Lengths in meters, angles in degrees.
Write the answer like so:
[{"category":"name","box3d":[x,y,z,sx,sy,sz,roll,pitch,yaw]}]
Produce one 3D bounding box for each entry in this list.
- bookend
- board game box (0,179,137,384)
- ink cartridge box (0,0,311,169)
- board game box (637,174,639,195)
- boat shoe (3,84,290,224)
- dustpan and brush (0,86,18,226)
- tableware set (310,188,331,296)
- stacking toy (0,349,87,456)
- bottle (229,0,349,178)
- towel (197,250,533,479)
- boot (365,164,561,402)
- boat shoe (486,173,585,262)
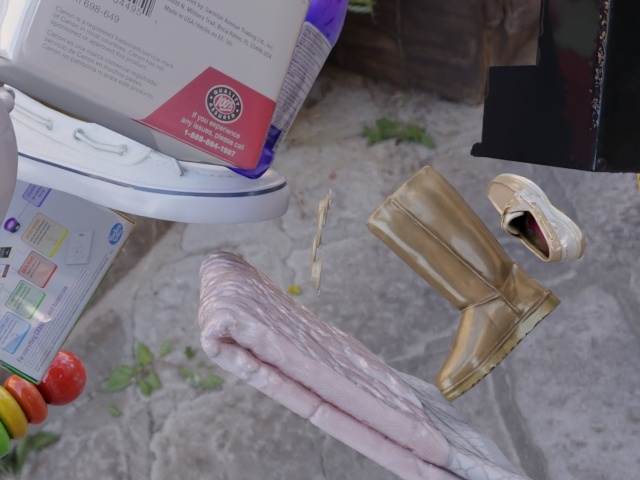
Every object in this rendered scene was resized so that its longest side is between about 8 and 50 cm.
[{"category":"bookend","box3d":[0.198,-0.137,0.703,0.072,0.156,0.157,-1,9,-25]},{"category":"board game box","box3d":[-0.425,-0.005,1.089,0.064,0.317,0.242,-14,44,61]},{"category":"ink cartridge box","box3d":[-0.086,-0.170,0.510,0.092,0.159,0.217,12,81,51]},{"category":"board game box","box3d":[0.479,-0.088,1.130,0.141,0.048,0.170,22,36,0]},{"category":"boat shoe","box3d":[-0.196,-0.125,0.952,0.367,0.156,0.136,15,21,25]},{"category":"dustpan and brush","box3d":[-0.250,-0.074,0.623,0.060,0.147,0.211,-2,26,14]},{"category":"tableware set","box3d":[0.000,0.000,1.451,0.020,0.168,0.141,8,29,-3]},{"category":"stacking toy","box3d":[-0.503,0.279,1.345,0.330,0.141,0.141,-35,42,-29]},{"category":"bottle","box3d":[-0.034,-0.198,0.826,0.092,0.118,0.282,28,93,11]},{"category":"towel","box3d":[0.024,0.123,0.825,0.053,0.317,0.332,-57,10,1]},{"category":"boot","box3d":[0.164,0.061,1.231,0.236,0.089,0.269,-40,77,-19]},{"category":"boat shoe","box3d":[0.260,-0.030,1.120,0.059,0.063,0.170,-16,39,-24]}]
